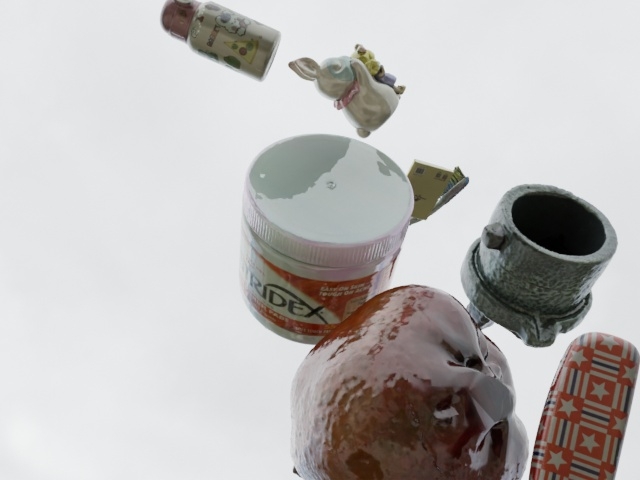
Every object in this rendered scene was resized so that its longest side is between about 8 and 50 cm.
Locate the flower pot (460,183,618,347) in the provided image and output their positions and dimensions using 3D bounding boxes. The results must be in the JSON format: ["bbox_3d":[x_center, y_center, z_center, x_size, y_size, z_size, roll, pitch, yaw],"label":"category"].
[{"bbox_3d":[0.437,0.072,1.344,0.298,0.299,0.283,16,-46,3],"label":"flower pot"}]

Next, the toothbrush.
[{"bbox_3d":[0.125,-0.003,1.255,0.413,0.035,0.042,-41,-106,32],"label":"toothbrush"}]

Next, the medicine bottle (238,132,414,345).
[{"bbox_3d":[0.000,0.000,1.017,0.252,0.253,0.241,14,-45,5],"label":"medicine bottle"}]

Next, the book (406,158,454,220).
[{"bbox_3d":[0.174,-0.087,1.133,0.077,0.014,0.111,13,-53,-17],"label":"book"}]

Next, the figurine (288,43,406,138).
[{"bbox_3d":[0.059,-0.351,1.405,0.235,0.127,0.155,38,-81,-21],"label":"figurine"}]

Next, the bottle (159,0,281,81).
[{"bbox_3d":[-0.218,-0.441,1.390,0.253,0.120,0.120,22,-43,-7],"label":"bottle"}]

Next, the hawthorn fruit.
[{"bbox_3d":[0.101,0.206,0.792,0.295,0.295,0.311,33,-22,-14],"label":"hawthorn fruit"}]

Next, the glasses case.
[{"bbox_3d":[0.243,0.180,0.611,0.073,0.195,0.049,18,-18,13],"label":"glasses case"}]
